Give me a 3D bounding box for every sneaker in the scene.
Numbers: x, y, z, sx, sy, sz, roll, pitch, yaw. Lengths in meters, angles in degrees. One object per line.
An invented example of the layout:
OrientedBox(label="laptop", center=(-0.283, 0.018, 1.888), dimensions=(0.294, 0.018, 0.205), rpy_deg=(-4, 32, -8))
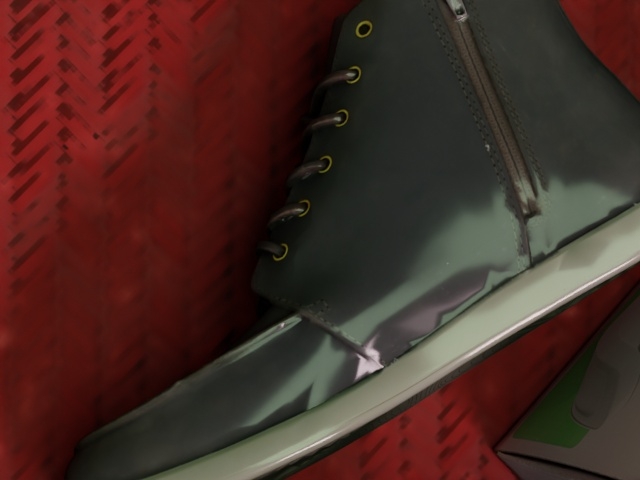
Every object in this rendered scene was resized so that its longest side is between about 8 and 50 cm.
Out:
OrientedBox(label="sneaker", center=(0.000, 0.000, 0.580), dimensions=(0.222, 0.083, 0.118), rpy_deg=(-30, 82, -11))

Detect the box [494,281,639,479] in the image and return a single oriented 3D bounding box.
OrientedBox(label="box", center=(0.237, 0.061, 0.631), dimensions=(0.231, 0.127, 0.262), rpy_deg=(46, 76, -14))
